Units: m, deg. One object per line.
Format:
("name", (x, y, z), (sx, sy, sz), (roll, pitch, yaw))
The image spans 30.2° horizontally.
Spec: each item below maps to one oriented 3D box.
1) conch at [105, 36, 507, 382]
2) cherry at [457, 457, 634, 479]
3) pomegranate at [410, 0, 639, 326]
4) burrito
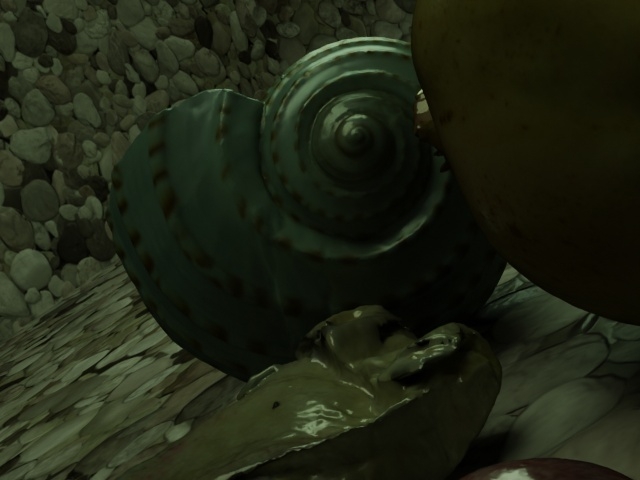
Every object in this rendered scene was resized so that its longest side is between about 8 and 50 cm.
("conch", (0.005, 0.010, 0.894), (0.302, 0.319, 0.215), (-19, 52, -5))
("cherry", (0.108, 0.124, 0.402), (0.107, 0.090, 0.225), (-24, 10, -37))
("pomegranate", (0.190, -0.093, 0.662), (0.319, 0.319, 0.319), (-29, 10, 6))
("burrito", (-0.043, 0.149, 0.654), (0.347, 0.107, 0.175), (-39, 11, -30))
